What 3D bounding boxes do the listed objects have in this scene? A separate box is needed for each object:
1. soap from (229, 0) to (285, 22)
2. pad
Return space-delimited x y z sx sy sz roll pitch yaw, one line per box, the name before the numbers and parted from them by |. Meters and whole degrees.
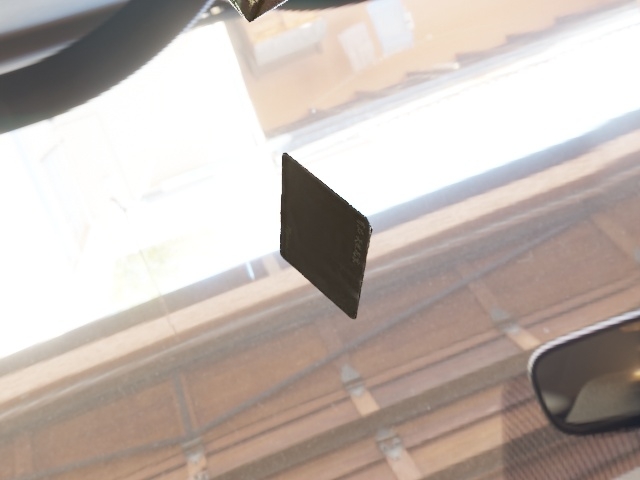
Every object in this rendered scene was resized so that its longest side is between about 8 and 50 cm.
soap | -0.074 -0.428 1.024 0.199 0.182 0.138 -40 174 -29
pad | 0.000 0.000 0.706 0.003 0.157 0.112 -37 -117 -28
